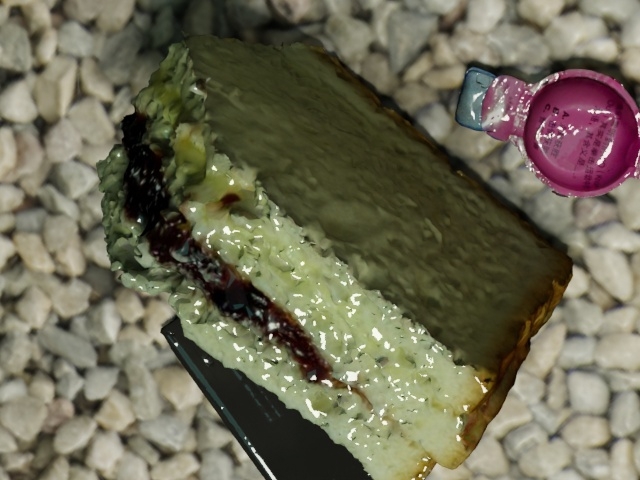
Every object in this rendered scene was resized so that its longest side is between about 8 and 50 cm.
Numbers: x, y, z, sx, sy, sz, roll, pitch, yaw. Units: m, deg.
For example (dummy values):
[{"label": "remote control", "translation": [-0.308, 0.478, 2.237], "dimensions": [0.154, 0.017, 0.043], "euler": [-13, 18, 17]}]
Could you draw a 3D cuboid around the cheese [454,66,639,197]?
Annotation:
[{"label": "cheese", "translation": [0.164, -0.080, 1.327], "dimensions": [0.145, 0.038, 0.095], "euler": [21, 112, 18]}]

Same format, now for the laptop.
[{"label": "laptop", "translation": [-0.021, 0.115, 1.468], "dimensions": [0.135, 0.016, 0.197], "euler": [-34, 95, 24]}]

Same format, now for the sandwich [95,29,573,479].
[{"label": "sandwich", "translation": [0.000, 0.000, 1.285], "dimensions": [0.325, 0.262, 0.131], "euler": [39, 117, 3]}]
